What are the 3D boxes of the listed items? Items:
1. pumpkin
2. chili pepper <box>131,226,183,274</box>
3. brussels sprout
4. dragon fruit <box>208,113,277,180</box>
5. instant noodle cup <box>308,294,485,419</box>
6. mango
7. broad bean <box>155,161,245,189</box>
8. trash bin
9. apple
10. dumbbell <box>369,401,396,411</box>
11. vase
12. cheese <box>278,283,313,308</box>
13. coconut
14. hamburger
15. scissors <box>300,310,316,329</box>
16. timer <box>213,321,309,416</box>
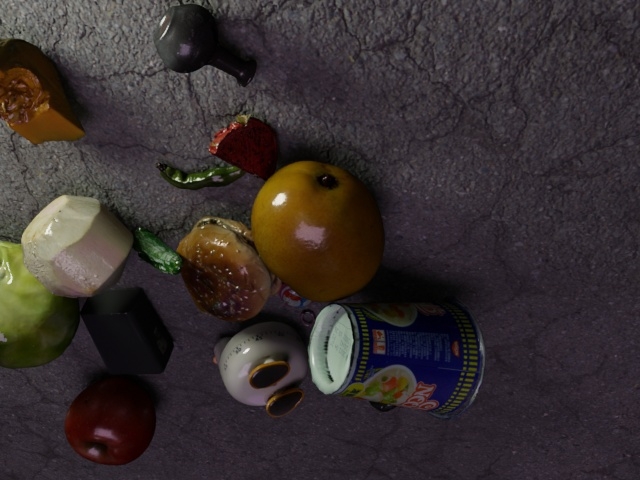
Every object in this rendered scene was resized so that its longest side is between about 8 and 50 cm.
[{"bbox_3d":[-0.567,-0.292,1.266,0.131,0.125,0.248,-17,147,14],"label":"pumpkin"},{"bbox_3d":[-0.354,0.029,1.477,0.227,0.059,0.088,18,141,54],"label":"chili pepper"},{"bbox_3d":[-0.750,0.160,1.613,0.344,0.268,0.344,12,130,14],"label":"brussels sprout"},{"bbox_3d":[-0.151,-0.193,1.311,0.162,0.083,0.106,23,93,-44],"label":"dragon fruit"},{"bbox_3d":[0.153,0.245,1.467,0.313,0.284,0.284,10,137,-27],"label":"instant noodle cup"},{"bbox_3d":[0.000,0.000,1.373,0.264,0.221,0.378,-3,143,6],"label":"mango"},{"bbox_3d":[-0.249,-0.132,1.403,0.196,0.046,0.061,4,136,8],"label":"broad bean"},{"bbox_3d":[-0.510,0.238,1.759,0.165,0.115,0.225,-3,129,14],"label":"trash bin"},{"bbox_3d":[-0.619,0.531,1.976,0.261,0.216,0.260,6,133,6],"label":"apple"},{"bbox_3d":[0.128,0.340,1.716,0.325,0.143,0.143,36,129,-23],"label":"dumbbell"},{"bbox_3d":[-0.196,-0.331,1.168,0.183,0.120,0.120,25,134,-34],"label":"vase"},{"bbox_3d":[-0.050,0.119,1.610,0.095,0.038,0.145,17,134,-7],"label":"cheese"},{"bbox_3d":[-0.530,0.023,1.483,0.241,0.241,0.241,5,134,5],"label":"coconut"},{"bbox_3d":[-0.213,0.068,1.506,0.243,0.146,0.286,41,141,-3],"label":"hamburger"},{"bbox_3d":[-0.007,0.246,1.734,0.086,0.022,0.176,2,131,6],"label":"scissors"},{"bbox_3d":[-0.154,0.308,1.733,0.234,0.240,0.233,-13,127,-18],"label":"timer"}]
